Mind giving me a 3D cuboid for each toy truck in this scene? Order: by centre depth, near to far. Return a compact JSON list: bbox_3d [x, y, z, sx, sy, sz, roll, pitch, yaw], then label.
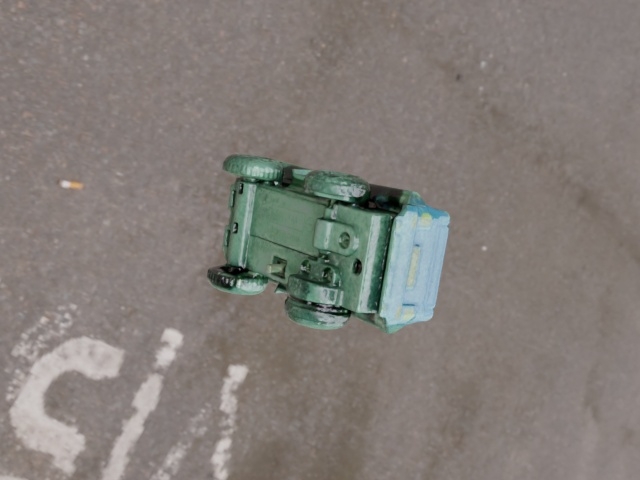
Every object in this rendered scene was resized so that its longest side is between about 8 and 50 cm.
[{"bbox_3d":[0.000,0.000,1.039,0.156,0.279,0.155,4,99,-37],"label":"toy truck"}]
